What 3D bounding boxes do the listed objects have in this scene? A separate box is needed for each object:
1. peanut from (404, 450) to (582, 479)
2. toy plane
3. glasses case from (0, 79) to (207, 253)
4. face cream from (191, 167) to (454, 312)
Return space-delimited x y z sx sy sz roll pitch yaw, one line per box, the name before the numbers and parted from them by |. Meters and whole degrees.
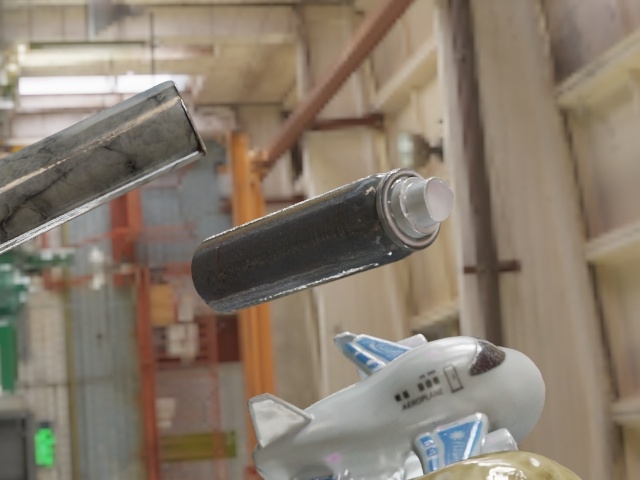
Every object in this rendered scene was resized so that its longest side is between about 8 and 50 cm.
peanut | 0.088 0.220 1.035 0.129 0.224 0.129 -15 90 -89
toy plane | 0.069 0.155 1.283 0.267 0.266 0.123 -117 -165 -61
glasses case | -0.272 -0.067 1.584 0.114 0.299 0.060 63 -1 41
face cream | 0.000 0.000 1.235 0.283 0.073 0.073 -20 -109 47
